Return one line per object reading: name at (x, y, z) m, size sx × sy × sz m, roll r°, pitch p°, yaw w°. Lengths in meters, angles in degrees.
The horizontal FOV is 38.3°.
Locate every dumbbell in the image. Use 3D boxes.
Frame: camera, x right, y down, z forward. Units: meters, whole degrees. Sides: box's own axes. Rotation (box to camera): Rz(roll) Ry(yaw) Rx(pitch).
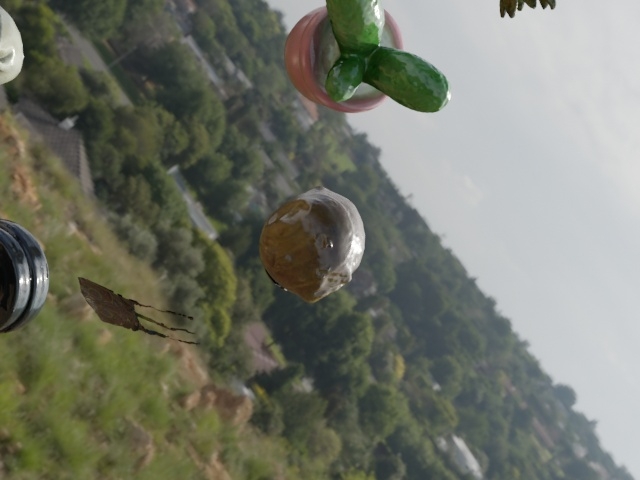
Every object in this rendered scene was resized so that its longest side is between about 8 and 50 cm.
dumbbell at (-0.549, 0.063, 1.323) m, size 0.185 × 0.185 × 0.388 m, roll 56°, pitch 18°, yaw 10°

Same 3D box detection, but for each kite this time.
kite at (-0.369, 0.152, 1.869) m, size 0.285 × 0.015 × 0.152 m, roll 13°, pitch -38°, yaw 23°

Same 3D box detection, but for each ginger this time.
ginger at (-0.001, -0.004, 1.914) m, size 0.223 × 0.269 × 0.200 m, roll 2°, pitch -61°, yaw 61°

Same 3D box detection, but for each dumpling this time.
dumpling at (-0.464, -0.252, 1.186) m, size 0.181 × 0.155 × 0.111 m, roll 121°, pitch -42°, yaw -85°

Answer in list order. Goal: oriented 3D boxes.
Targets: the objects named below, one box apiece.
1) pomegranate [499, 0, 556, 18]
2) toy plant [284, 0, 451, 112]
pomegranate at (0.295, -0.500, 1.466) m, size 0.231 × 0.231 × 0.285 m, roll -100°, pitch -172°, yaw -78°
toy plant at (0.052, -0.355, 1.681) m, size 0.317 × 0.210 × 0.356 m, roll 50°, pitch -4°, yaw -22°
